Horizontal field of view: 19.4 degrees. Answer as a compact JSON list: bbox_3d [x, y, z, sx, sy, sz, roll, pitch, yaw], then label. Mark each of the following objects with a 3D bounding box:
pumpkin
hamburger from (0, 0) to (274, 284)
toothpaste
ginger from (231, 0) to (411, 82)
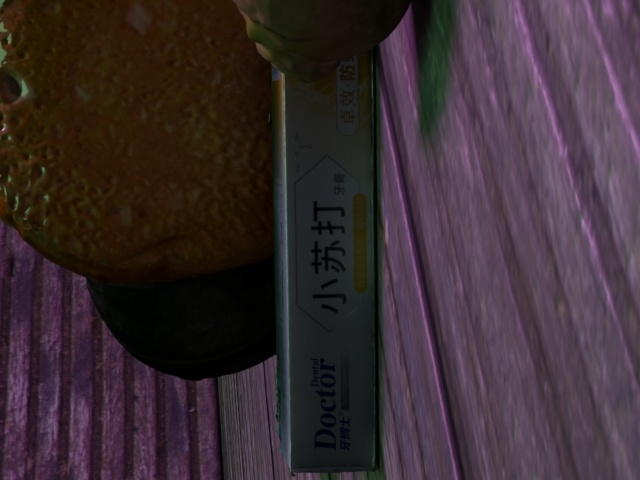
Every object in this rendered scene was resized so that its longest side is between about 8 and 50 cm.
[{"bbox_3d":[-0.101,-0.030,1.629,0.300,0.207,0.300,-9,-90,-85],"label":"pumpkin"},{"bbox_3d":[-0.124,-0.124,1.400,0.170,0.289,0.314,-174,87,-80],"label":"hamburger"},{"bbox_3d":[0.000,0.000,1.286,0.089,0.071,0.313,-157,66,-81],"label":"toothpaste"},{"bbox_3d":[-0.010,-0.204,1.014,0.138,0.152,0.267,45,161,44],"label":"ginger"}]
